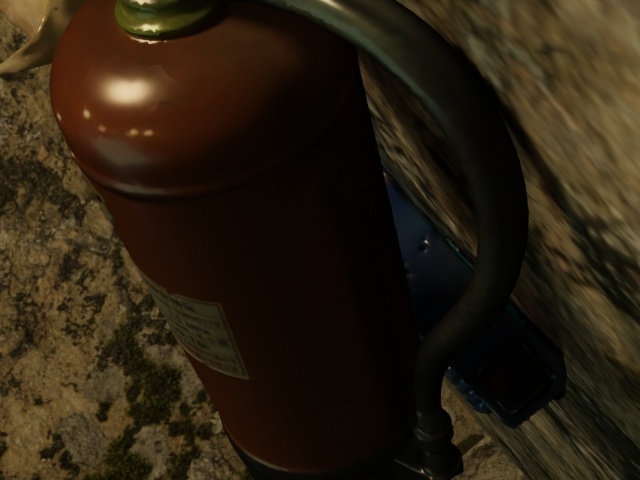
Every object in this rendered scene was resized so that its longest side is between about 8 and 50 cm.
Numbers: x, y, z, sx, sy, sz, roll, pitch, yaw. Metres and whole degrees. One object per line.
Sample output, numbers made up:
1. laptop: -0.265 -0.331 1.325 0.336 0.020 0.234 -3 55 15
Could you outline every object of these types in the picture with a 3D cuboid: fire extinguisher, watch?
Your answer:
1. fire extinguisher: 0.002 -0.009 0.446 0.200 0.113 0.376 5 142 22
2. watch: 0.044 0.004 0.712 0.274 0.068 0.276 45 177 9

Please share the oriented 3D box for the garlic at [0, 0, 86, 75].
1. garlic: -0.186 -0.186 0.698 0.245 0.164 0.145 41 155 46
